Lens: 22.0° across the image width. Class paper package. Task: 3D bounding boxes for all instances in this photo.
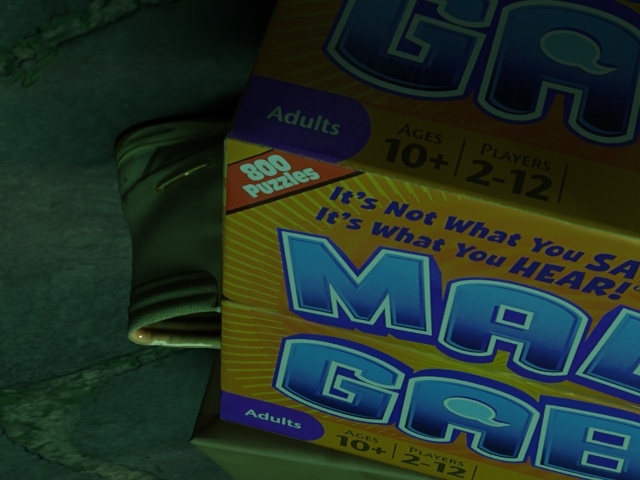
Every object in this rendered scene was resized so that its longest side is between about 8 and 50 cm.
[{"bbox_3d":[0.068,0.207,1.734,0.309,0.168,0.325,6,156,26],"label":"paper package"}]

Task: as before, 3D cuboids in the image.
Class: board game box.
[{"bbox_3d":[0.148,-0.059,1.155,0.356,0.357,0.356,14,147,6],"label":"board game box"}]

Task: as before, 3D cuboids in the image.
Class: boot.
[{"bbox_3d":[-0.042,-0.014,1.395,0.261,0.204,0.095,-7,149,1],"label":"boot"}]
